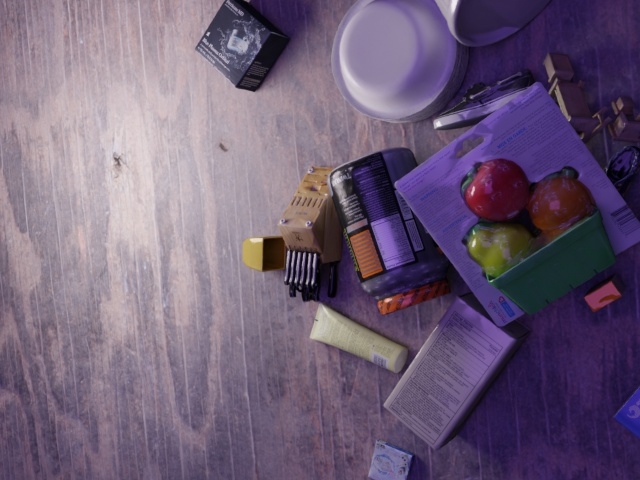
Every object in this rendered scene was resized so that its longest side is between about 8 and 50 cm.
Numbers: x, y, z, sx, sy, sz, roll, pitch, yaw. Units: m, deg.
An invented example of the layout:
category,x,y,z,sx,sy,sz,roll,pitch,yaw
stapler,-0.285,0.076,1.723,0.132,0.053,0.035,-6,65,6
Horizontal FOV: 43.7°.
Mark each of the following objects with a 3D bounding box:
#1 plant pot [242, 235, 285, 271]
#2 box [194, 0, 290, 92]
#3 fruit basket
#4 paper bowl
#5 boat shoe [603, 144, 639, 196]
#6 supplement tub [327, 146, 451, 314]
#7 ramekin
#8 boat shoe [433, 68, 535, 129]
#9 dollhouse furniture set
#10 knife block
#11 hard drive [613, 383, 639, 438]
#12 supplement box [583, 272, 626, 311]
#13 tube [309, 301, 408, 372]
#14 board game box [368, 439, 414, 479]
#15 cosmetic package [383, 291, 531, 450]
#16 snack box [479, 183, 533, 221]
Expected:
category,x,y,z,sx,sy,sz,roll,pitch,yaw
plant pot,-0.140,0.029,1.895,0.083,0.081,0.081,5,96,40
box,-0.185,-0.462,1.875,0.156,0.093,0.158,44,110,19
fruit basket,0.371,-0.060,1.494,0.327,0.165,0.353,-36,90,14
paper bowl,0.155,-0.392,1.669,0.284,0.148,0.284,2,93,29
boat shoe,0.547,-0.101,1.515,0.065,0.083,0.183,34,108,22
supplement tub,0.147,-0.017,1.646,0.194,0.194,0.315,-21,84,28
ramekin,0.330,-0.512,1.510,0.273,0.273,0.127,-46,62,23
boat shoe,0.331,-0.285,1.626,0.219,0.078,0.070,-18,83,22
dollhouse furniture set,0.516,-0.258,1.546,0.101,0.161,0.181,107,164,-52
knife block,0.000,0.000,1.825,0.088,0.242,0.275,7,52,26
hard drive,0.740,0.353,1.467,0.319,0.040,0.210,39,110,20
supplement box,0.543,0.099,1.521,0.062,0.098,0.036,-37,80,24
tube,0.083,0.223,1.803,0.240,0.062,0.070,21,62,30
board game box,0.159,0.507,1.798,0.090,0.020,0.090,17,101,26
cosmetic package,0.283,0.266,1.655,0.153,0.129,0.296,40,111,22
snack box,0.375,-0.086,1.597,0.037,0.100,0.141,40,111,20
